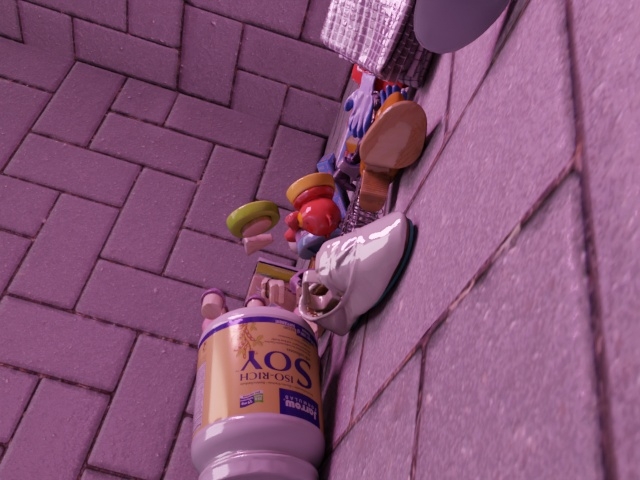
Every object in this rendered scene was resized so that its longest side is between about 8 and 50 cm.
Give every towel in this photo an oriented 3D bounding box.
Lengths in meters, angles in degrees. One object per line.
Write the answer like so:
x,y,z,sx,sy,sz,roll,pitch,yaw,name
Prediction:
0.127,-0.469,1.277,0.121,0.235,0.283,-7,-55,-45,towel

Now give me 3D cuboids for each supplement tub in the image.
-0.116,0.317,1.208,0.241,0.241,0.331,111,160,-43,supplement tub

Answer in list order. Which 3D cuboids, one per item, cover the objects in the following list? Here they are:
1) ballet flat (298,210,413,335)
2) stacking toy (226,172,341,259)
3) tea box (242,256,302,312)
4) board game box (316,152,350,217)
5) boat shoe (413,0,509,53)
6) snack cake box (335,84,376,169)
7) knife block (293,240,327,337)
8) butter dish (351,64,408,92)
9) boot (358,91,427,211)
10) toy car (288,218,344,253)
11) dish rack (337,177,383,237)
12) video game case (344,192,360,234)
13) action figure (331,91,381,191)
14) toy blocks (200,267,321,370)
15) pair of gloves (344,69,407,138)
0.039,0.068,1.129,0.400,0.139,0.139,116,169,-61,ballet flat
-0.069,-0.011,1.604,0.309,0.280,0.130,77,171,-67,stacking toy
-0.130,0.252,1.880,0.323,0.220,0.328,-100,27,-81,tea box
0.040,-0.156,1.816,0.211,0.039,0.160,-66,-43,-75,board game box
0.216,-0.390,0.830,0.105,0.113,0.306,-69,1,-63,boat shoe
0.121,-0.322,1.777,0.152,0.089,0.264,-81,9,-69,snack cake box
0.003,0.132,1.563,0.242,0.088,0.275,-96,24,-79,knife block
0.168,-0.401,1.423,0.160,0.118,0.159,35,113,41,butter dish
0.132,-0.211,1.201,0.295,0.104,0.211,108,176,-56,boot
0.000,0.000,1.872,0.182,0.159,0.136,-84,-23,-63,toy car
0.080,-0.025,1.362,0.271,0.074,0.208,-76,7,-47,dish rack
0.092,-0.082,1.721,0.119,0.015,0.166,124,162,-76,video game case
0.123,-0.258,1.546,0.185,0.099,0.285,-68,2,-58,action figure
-0.133,0.176,1.497,0.260,0.289,0.308,-98,8,-65,toy blocks
0.118,-0.275,1.395,0.198,0.023,0.159,40,131,40,pair of gloves
